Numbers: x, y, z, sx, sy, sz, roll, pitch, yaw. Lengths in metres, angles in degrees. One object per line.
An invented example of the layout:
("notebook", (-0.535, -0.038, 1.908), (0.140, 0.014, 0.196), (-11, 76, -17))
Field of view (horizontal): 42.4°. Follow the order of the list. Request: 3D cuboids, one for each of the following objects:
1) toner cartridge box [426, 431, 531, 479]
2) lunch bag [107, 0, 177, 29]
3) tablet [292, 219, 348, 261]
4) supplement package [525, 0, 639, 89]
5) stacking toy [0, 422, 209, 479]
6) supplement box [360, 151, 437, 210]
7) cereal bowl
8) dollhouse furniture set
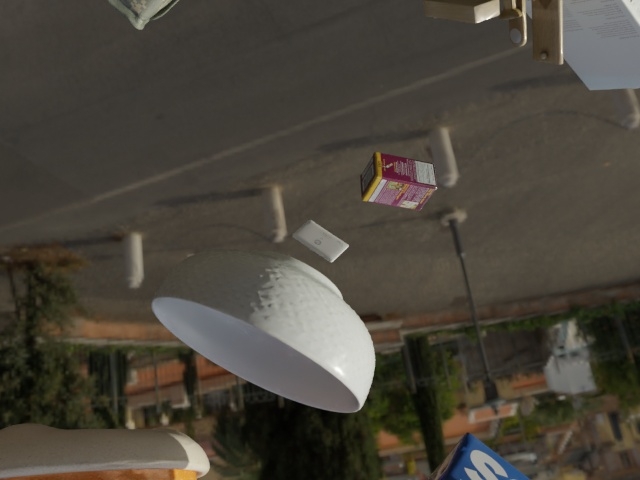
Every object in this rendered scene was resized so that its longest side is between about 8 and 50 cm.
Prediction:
("toner cartridge box", (0.229, 0.332, 0.710), (0.075, 0.348, 0.165), (-59, 169, 27))
("lunch bag", (-0.222, -0.437, 1.151), (0.169, 0.287, 0.235), (42, 100, -19))
("tablet", (0.000, 0.000, 1.373), (0.054, 0.083, 0.006), (-42, 158, -40))
("supplement package", (0.516, -0.419, 1.417), (0.262, 0.198, 0.199), (38, 166, -31))
("stacking toy", (-0.278, 0.443, 0.831), (0.350, 0.480, 0.350), (-5, 161, -2))
("supplement box", (0.099, -0.075, 1.052), (0.083, 0.043, 0.055), (10, 145, -16))
("cereal bowl", (-0.067, 0.115, 1.211), (0.339, 0.141, 0.339), (23, 157, 10))
("dollhouse furniture set", (0.267, -0.323, 1.275), (0.151, 0.144, 0.123), (-25, 121, -26))
